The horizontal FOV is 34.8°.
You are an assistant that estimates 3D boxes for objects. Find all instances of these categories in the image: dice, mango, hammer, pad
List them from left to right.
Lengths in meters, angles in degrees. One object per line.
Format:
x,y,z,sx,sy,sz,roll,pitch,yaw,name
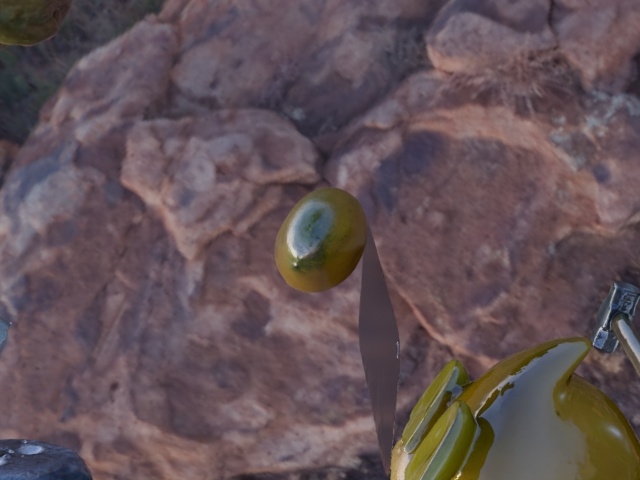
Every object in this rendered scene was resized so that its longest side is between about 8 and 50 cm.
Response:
-0.438,0.388,1.441,0.181,0.183,0.182,5,94,28,dice
0.003,-0.004,1.449,0.120,0.221,0.151,31,73,6,mango
0.108,0.177,1.525,0.375,0.063,0.315,-98,11,-60,pad
0.468,0.189,1.466,0.365,0.043,0.111,-94,20,-64,hammer

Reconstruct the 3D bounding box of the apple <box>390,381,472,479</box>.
0.277,0.411,1.713,0.374,0.374,0.384,-41,65,15,apple

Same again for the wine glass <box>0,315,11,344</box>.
-0.548,0.082,1.419,0.074,0.262,0.074,-31,40,30,wine glass

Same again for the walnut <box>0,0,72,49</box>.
-0.383,-0.329,1.128,0.227,0.283,0.283,-39,47,23,walnut

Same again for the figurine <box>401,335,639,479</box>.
0.182,0.182,0.753,0.215,0.228,0.215,-35,8,6,figurine
